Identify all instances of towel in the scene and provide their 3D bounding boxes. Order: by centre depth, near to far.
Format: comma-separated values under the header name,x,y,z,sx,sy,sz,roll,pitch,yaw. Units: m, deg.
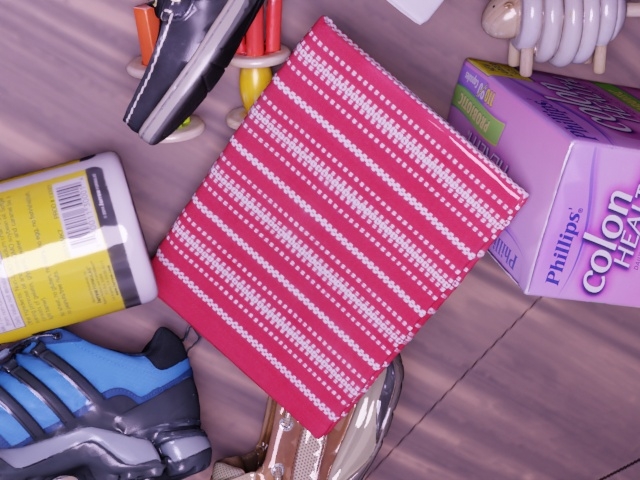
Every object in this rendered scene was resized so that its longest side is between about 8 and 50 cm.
name,x,y,z,sx,sy,sz,roll,pitch,yaw
towel,0.000,0.000,0.895,0.199,0.031,0.275,41,119,6

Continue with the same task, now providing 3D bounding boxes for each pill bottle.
name,x,y,z,sx,sy,sz,roll,pitch,yaw
pill bottle,-0.234,0.016,0.888,0.208,0.119,0.119,-16,116,-7

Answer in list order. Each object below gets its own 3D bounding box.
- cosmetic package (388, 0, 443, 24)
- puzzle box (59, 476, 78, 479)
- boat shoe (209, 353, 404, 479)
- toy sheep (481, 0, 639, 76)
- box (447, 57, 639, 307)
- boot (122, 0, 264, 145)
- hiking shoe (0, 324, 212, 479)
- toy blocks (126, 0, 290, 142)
name,x,y,z,sx,sy,sz,roll,pitch,yaw
cosmetic package,0.100,-0.277,0.849,0.085,0.117,0.231,34,102,-25
puzzle box,-0.255,0.315,1.051,0.409,0.052,0.272,30,102,-24
boat shoe,-0.039,0.218,1.013,0.120,0.122,0.324,22,84,-8
toy sheep,0.189,-0.174,0.934,0.132,0.091,0.091,-4,114,-9
box,0.241,-0.041,0.933,0.243,0.213,0.117,6,111,-16
boot,-0.120,-0.203,0.815,0.179,0.085,0.236,29,95,-2
hiking shoe,-0.234,0.129,0.927,0.304,0.132,0.113,4,157,-31
toy blocks,-0.083,-0.153,0.889,0.123,0.054,0.148,-8,115,-12
